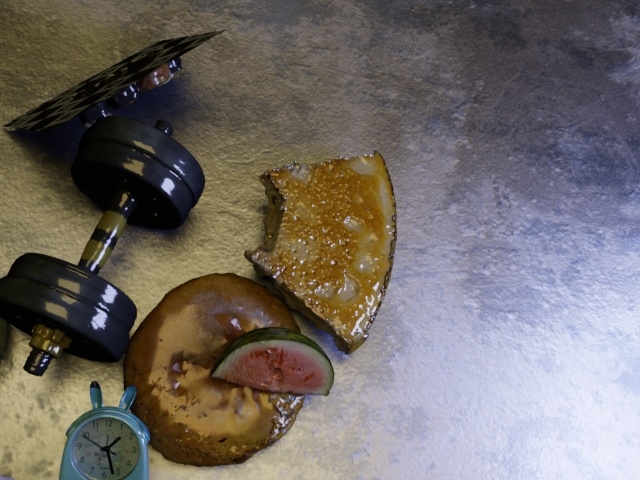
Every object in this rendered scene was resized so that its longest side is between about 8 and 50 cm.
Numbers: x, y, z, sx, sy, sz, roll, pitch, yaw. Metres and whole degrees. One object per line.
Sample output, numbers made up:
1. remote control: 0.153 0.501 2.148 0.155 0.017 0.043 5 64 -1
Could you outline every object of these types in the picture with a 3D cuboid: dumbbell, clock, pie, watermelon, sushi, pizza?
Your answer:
1. dumbbell: -0.288 -0.001 1.054 0.185 0.185 0.388 23 65 -1
2. clock: -0.266 0.253 1.002 0.108 0.045 0.147 6 91 -6
3. pie: -0.135 0.171 1.079 0.274 0.069 0.273 4 72 -13
4. watermelon: -0.056 0.145 1.052 0.163 0.086 0.069 13 28 -16
5. sushi: -0.292 -0.208 1.144 0.290 0.264 0.050 -36 116 -24
6. pizza: 0.000 0.000 1.164 0.223 0.089 0.323 15 64 -12

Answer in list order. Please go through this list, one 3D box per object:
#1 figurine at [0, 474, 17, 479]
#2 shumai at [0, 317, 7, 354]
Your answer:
1. figurine: -0.435 0.294 0.886 0.276 0.200 0.133 49 59 -36
2. shumai: -0.532 0.125 0.968 0.289 0.292 0.329 9 72 -49
